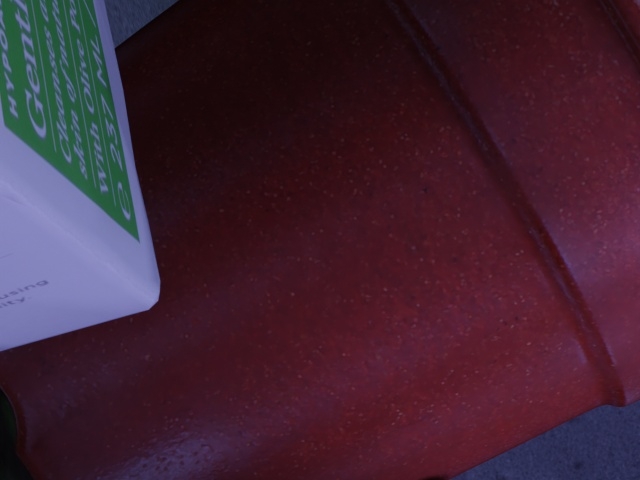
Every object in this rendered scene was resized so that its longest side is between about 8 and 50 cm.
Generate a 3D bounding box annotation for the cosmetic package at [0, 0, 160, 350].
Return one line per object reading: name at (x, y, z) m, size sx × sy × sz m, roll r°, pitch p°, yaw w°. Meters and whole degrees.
cosmetic package at (-0.162, -0.097, 0.261) m, size 0.365 × 0.155 × 0.197 m, roll 54°, pitch 22°, yaw -73°

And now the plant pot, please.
plant pot at (0.000, 0.000, 0.682) m, size 0.272 × 0.265 × 0.272 m, roll 58°, pitch 1°, yaw -1°
